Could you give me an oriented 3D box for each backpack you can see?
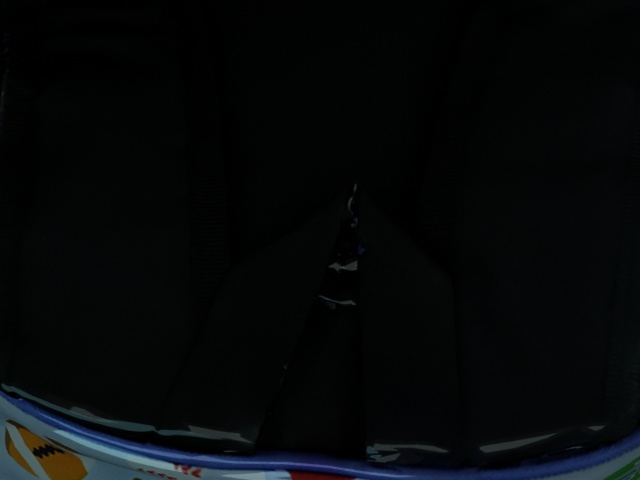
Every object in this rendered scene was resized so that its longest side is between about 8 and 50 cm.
[{"bbox_3d":[0.000,0.000,0.466,0.276,0.263,0.213,2,128,4],"label":"backpack"}]
